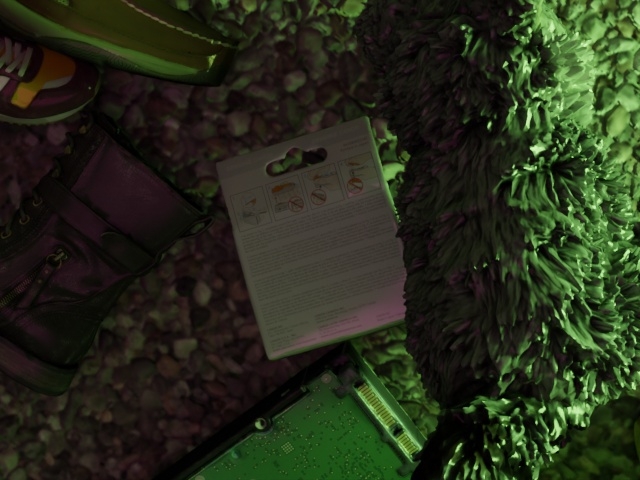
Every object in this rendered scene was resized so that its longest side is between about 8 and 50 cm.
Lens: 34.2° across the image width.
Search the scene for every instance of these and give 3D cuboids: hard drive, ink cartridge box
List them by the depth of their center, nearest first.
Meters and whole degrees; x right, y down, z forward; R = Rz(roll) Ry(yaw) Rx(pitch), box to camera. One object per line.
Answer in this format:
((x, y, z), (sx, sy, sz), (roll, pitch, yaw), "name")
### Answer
((0.000, 0.000, 0.904), (0.145, 0.045, 0.179), (-17, 81, 8), "ink cartridge box")
((-0.040, 0.279, 0.941), (0.339, 0.064, 0.237), (-37, 96, 11), "hard drive")

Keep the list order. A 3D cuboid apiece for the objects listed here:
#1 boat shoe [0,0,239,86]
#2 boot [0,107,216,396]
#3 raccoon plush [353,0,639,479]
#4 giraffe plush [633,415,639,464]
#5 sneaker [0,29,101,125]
((-0.216, -0.221, 0.827), (0.324, 0.122, 0.120), (23, 99, -1), "boat shoe")
((-0.251, -0.017, 0.897), (0.263, 0.091, 0.229), (34, 97, -7), "boot")
((0.117, -0.013, 0.701), (0.216, 0.446, 0.299), (-20, 112, 22), "raccoon plush")
((0.340, 0.228, 0.845), (0.181, 0.170, 0.210), (37, 102, -4), "giraffe plush")
((-0.276, -0.147, 0.855), (0.185, 0.084, 0.069), (4, 59, 3), "sneaker")
